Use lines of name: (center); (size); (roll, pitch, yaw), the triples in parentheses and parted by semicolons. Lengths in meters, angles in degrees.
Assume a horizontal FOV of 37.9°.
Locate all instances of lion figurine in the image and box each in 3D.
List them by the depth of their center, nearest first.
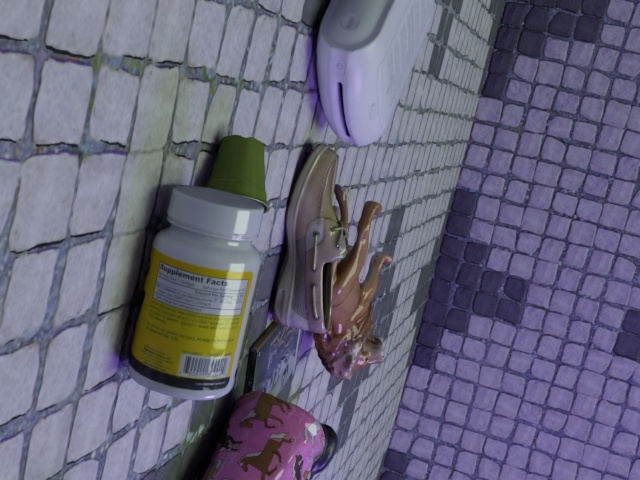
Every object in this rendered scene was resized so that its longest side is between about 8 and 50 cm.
lion figurine: (0.035, 0.086, 1.674); (0.240, 0.142, 0.392); (-65, 153, -20)

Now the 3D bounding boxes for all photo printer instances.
photo printer: (0.085, -0.315, 1.432); (0.256, 0.107, 0.307); (78, 32, -61)

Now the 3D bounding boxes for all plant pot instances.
plant pot: (-0.096, -0.078, 1.087); (0.083, 0.083, 0.079); (56, 38, -72)

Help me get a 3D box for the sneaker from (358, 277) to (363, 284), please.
sneaker: (0.053, 0.089, 1.903); (0.057, 0.047, 0.119); (-56, 158, -12)

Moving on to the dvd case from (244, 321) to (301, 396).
dvd case: (-0.076, 0.202, 1.566); (0.221, 0.018, 0.164); (-48, 150, -61)

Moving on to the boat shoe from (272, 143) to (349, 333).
boat shoe: (0.000, 0.000, 1.468); (0.109, 0.098, 0.302); (-30, 133, -70)

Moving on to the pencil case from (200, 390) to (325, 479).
pencil case: (-0.121, 0.404, 1.334); (0.167, 0.160, 0.386); (-52, -170, 54)

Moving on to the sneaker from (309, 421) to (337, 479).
sneaker: (-0.073, 0.453, 1.755); (0.106, 0.101, 0.267); (42, 69, -40)

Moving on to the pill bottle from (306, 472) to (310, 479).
pill bottle: (-0.088, 0.409, 1.534); (0.121, 0.121, 0.221); (81, 28, -59)

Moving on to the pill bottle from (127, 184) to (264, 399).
pill bottle: (-0.130, 0.053, 0.996); (0.119, 0.119, 0.208); (-20, 125, -73)
